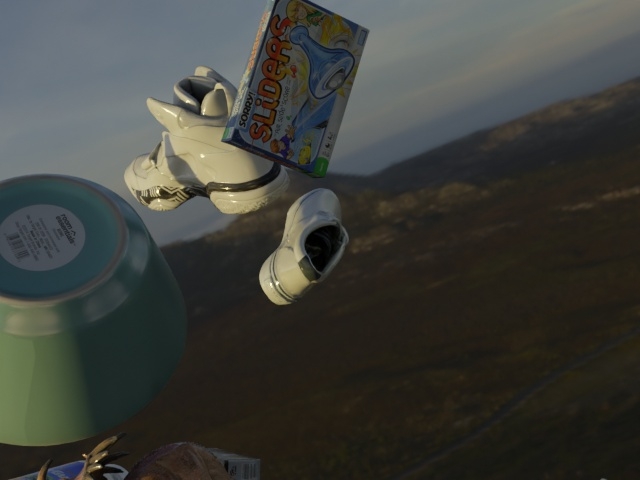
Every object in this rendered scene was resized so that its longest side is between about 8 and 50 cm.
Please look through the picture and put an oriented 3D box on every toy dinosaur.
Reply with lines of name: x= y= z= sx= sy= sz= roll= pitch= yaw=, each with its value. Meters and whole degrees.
toy dinosaur: x=-0.217 y=0.326 z=1.313 sx=0.296 sy=0.200 sz=0.127 roll=-19 pitch=-23 yaw=-45

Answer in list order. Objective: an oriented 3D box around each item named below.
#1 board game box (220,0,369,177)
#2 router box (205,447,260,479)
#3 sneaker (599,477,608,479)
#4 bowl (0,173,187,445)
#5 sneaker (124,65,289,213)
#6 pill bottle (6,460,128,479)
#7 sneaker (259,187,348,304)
board game box: x=-0.030 y=-0.194 z=1.231 sx=0.136 sy=0.201 sz=0.035 roll=19 pitch=-7 yaw=-26
router box: x=-0.203 y=0.577 z=1.971 sx=0.081 sy=0.308 sz=0.243 roll=5 pitch=-8 yaw=-26
sneaker: x=0.404 y=0.391 z=1.379 sx=0.080 sy=0.094 sz=0.212 roll=-56 pitch=-20 yaw=3
bowl: x=-0.298 y=0.047 z=1.070 sx=0.312 sy=0.311 sz=0.163 roll=-24 pitch=-32 yaw=-27
sneaker: x=-0.215 y=-0.163 z=1.588 sx=0.366 sy=0.210 sz=0.137 roll=8 pitch=38 yaw=45
pill bottle: x=-0.434 y=0.456 z=1.673 sx=0.152 sy=0.152 sz=0.272 roll=-21 pitch=-9 yaw=24
sneaker: x=0.000 y=0.000 z=1.393 sx=0.091 sy=0.094 sz=0.258 roll=-24 pitch=24 yaw=28
